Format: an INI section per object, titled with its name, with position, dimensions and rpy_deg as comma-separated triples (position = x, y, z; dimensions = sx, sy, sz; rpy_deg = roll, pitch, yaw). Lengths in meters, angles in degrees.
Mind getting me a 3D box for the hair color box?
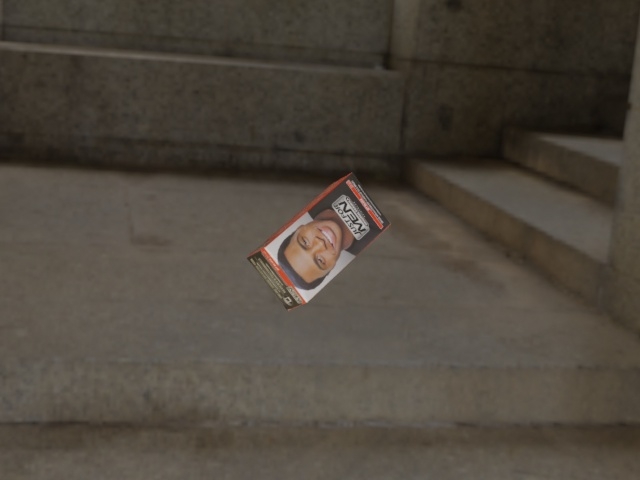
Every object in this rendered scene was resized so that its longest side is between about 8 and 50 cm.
[hair color box]
position = 0.000, 0.000, 1.119
dimensions = 0.141, 0.072, 0.043
rpy_deg = -43, 9, -33
